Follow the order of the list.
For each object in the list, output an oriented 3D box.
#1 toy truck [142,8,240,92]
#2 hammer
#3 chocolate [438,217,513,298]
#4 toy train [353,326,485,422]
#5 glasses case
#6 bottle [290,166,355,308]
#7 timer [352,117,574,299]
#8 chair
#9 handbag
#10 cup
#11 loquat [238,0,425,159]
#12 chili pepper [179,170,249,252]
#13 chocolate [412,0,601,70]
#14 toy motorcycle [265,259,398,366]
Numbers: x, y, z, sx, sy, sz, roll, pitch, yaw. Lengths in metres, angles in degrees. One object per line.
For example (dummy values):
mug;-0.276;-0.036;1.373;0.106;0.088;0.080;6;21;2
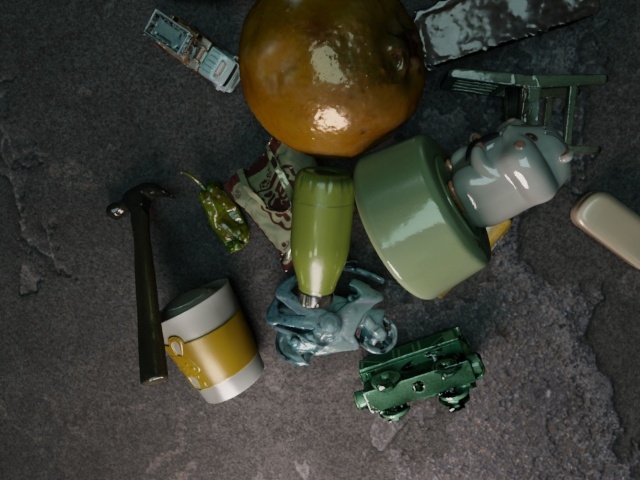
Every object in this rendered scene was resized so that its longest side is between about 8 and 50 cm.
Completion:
toy truck;-0.247;-0.377;0.957;0.178;0.115;0.080;34;101;-1
hammer;-0.350;0.071;0.955;0.168;0.044;0.440;-26;59;17
chocolate;0.294;0.025;0.976;0.086;0.085;0.219;34;106;1
toy train;0.200;0.286;0.985;0.269;0.154;0.115;-22;95;10
glasses case;0.590;-0.019;0.939;0.196;0.050;0.083;38;104;0
bottle;0.000;0.000;0.881;0.112;0.112;0.260;7;109;6
timer;0.258;-0.088;0.809;0.315;0.291;0.290;-29;95;29
chair;0.361;-0.229;0.890;0.270;0.136;0.147;3;98;5
handbag;-0.061;-0.086;0.973;0.213;0.127;0.235;-39;91;14
cup;-0.252;0.217;1.039;0.241;0.185;0.226;-18;104;44
loquat;0.021;-0.302;0.829;0.328;0.328;0.328;1;99;7
chili pepper;-0.217;-0.073;1.024;0.072;0.073;0.204;-28;106;-7
chocolate;0.323;-0.406;0.883;0.321;0.112;0.112;-16;98;8
toy motorcycle;0.021;0.149;0.999;0.260;0.154;0.206;-10;75;2
